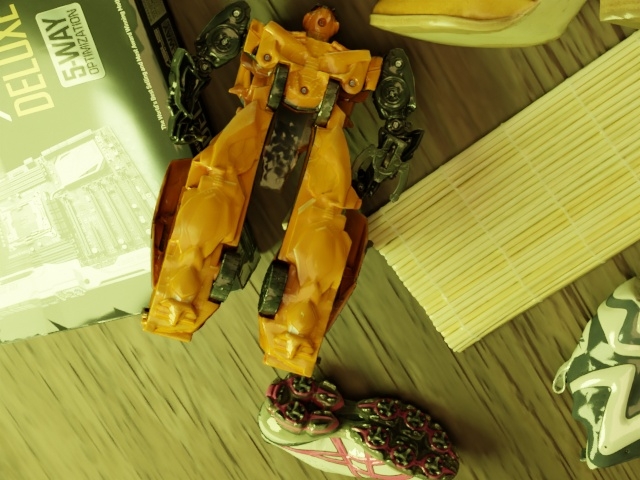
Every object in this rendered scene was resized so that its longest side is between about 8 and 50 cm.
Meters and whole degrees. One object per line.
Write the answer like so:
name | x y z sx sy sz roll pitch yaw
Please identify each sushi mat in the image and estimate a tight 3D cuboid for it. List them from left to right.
sushi mat | 0.196 -0.039 1.364 0.316 0.019 0.151 -35 101 23

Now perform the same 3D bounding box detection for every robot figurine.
robot figurine | -0.039 -0.049 1.317 0.211 0.085 0.291 17 85 -8

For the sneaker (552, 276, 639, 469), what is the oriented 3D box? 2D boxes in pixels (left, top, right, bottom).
sneaker | 0.299 0.159 1.385 0.235 0.094 0.153 39 116 -5

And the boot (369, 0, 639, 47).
boot | 0.163 -0.260 1.239 0.295 0.104 0.211 0 87 43

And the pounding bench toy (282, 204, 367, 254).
pounding bench toy | 0.000 0.000 1.387 0.052 0.083 0.065 -12 110 17

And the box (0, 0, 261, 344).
box | -0.216 -0.081 1.404 0.242 0.076 0.307 -13 109 17

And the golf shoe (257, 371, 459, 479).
golf shoe | 0.034 0.180 1.475 0.186 0.067 0.086 21 142 3
